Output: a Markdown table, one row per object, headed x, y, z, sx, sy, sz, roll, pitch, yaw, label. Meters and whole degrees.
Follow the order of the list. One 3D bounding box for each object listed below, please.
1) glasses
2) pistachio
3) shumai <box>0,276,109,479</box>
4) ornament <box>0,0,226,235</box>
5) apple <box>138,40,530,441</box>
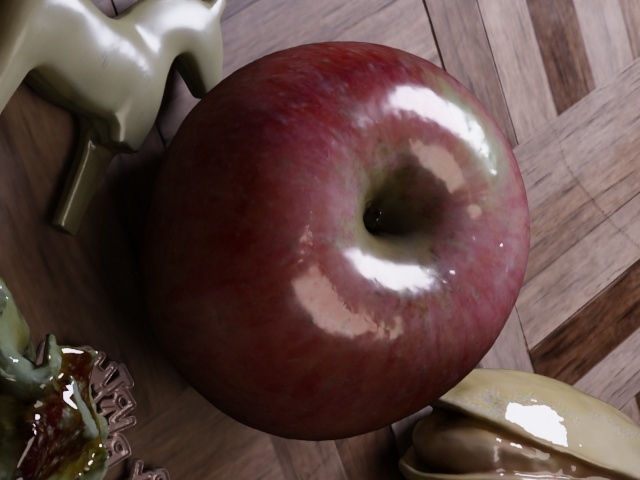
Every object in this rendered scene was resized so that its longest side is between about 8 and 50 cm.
| x | y | z | sx | sy | sz | roll | pitch | yaw | label |
| --- | --- | --- | --- | --- | --- | --- | --- | --- | --- |
| -0.171 | 0.196 | 1.554 | 0.162 | 0.095 | 0.255 | -48 | 127 | -39 | glasses |
| 0.211 | 0.212 | 1.850 | 0.293 | 0.181 | 0.162 | 25 | 83 | -26 | pistachio |
| -0.237 | 0.107 | 1.363 | 0.189 | 0.218 | 0.256 | -44 | 138 | -46 | shumai |
| -0.174 | -0.129 | 1.534 | 0.230 | 0.061 | 0.245 | 38 | 68 | -42 | ornament |
| 0.000 | 0.000 | 1.588 | 0.345 | 0.269 | 0.345 | 6 | 78 | -32 | apple |
